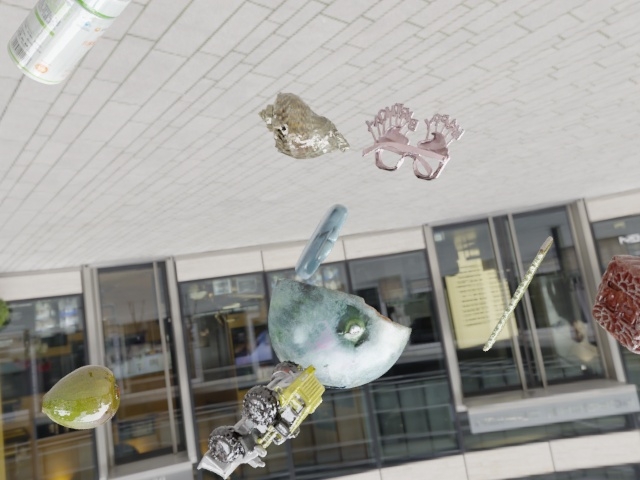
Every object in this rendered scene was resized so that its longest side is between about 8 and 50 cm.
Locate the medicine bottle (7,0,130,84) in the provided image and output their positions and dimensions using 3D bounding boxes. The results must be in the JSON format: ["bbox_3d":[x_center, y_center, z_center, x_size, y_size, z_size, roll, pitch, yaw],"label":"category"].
[{"bbox_3d":[-0.354,-0.307,0.739,0.183,0.086,0.086,-32,161,27],"label":"medicine bottle"}]

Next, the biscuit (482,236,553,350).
[{"bbox_3d":[0.385,0.102,1.025,0.016,0.231,0.139,30,-155,22],"label":"biscuit"}]

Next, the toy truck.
[{"bbox_3d":[-0.104,0.328,0.935,0.285,0.111,0.136,-52,168,26],"label":"toy truck"}]

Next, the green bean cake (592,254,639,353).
[{"bbox_3d":[0.516,0.104,0.871,0.057,0.135,0.135,2,-158,-10],"label":"green bean cake"}]

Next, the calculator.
[{"bbox_3d":[0.000,0.000,1.197,0.042,0.188,0.303,32,179,-3],"label":"calculator"}]

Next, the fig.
[{"bbox_3d":[-0.285,0.189,0.627,0.088,0.073,0.074,-8,172,-18],"label":"fig"}]

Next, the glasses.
[{"bbox_3d":[0.200,-0.241,1.232,0.256,0.162,0.095,20,-178,31],"label":"glasses"}]

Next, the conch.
[{"bbox_3d":[-0.033,-0.237,1.125,0.207,0.129,0.155,16,-169,2],"label":"conch"}]

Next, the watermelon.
[{"bbox_3d":[0.043,0.208,1.059,0.322,0.188,0.175,19,167,-13],"label":"watermelon"}]
